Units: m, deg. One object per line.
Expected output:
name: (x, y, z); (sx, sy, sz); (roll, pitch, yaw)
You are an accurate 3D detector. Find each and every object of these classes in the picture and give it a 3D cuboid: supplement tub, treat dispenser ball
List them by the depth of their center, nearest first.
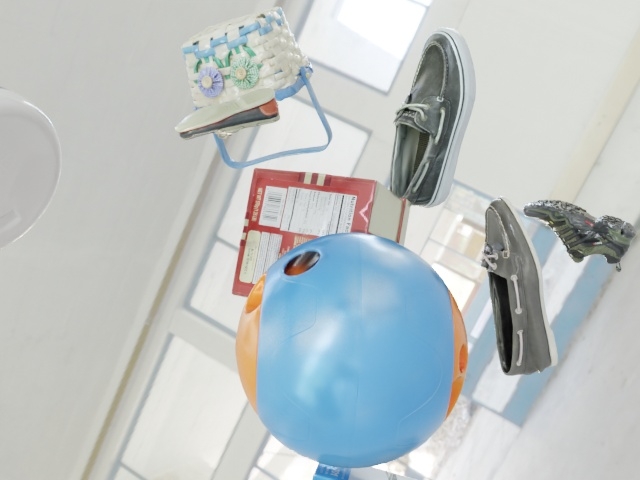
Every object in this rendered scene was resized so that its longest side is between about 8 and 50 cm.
treat dispenser ball: (0.039, 0.134, 0.773); (0.288, 0.288, 0.288); (-56, -15, -24)
supplement tub: (-0.538, -0.136, 0.821); (0.228, 0.316, 0.228); (-50, -24, -33)

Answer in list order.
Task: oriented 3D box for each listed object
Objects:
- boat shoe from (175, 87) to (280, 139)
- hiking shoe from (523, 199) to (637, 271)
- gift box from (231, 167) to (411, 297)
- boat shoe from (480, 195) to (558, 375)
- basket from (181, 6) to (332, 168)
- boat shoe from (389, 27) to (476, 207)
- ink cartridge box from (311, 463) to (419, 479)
boat shoe: (-0.118, -0.155, 0.793); (0.137, 0.049, 0.043); (-22, -48, -10)
hiking shoe: (0.524, -0.011, 1.279); (0.086, 0.227, 0.114); (-18, -56, -51)
gift box: (0.000, 0.000, 1.086); (0.258, 0.276, 0.255); (19, -95, -67)
boat shoe: (0.337, 0.092, 1.096); (0.112, 0.095, 0.335); (-123, 15, -78)
basket: (-0.133, -0.290, 1.220); (0.289, 0.255, 0.201); (65, -152, -29)
boat shoe: (0.197, -0.218, 1.131); (0.119, 0.121, 0.335); (-8, -71, -36)
ink cartridge box: (0.072, 0.371, 0.774); (0.082, 0.191, 0.139); (7, -84, -80)
